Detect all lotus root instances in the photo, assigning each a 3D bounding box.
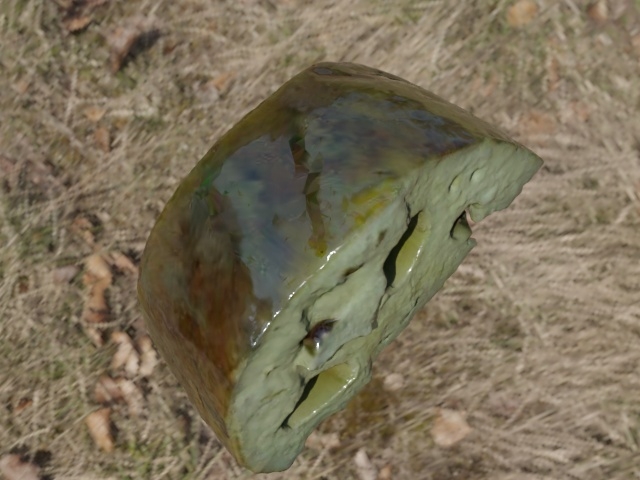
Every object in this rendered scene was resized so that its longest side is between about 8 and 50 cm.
[{"bbox_3d":[0.000,0.000,0.627,0.235,0.138,0.119,-47,59,-6],"label":"lotus root"}]
